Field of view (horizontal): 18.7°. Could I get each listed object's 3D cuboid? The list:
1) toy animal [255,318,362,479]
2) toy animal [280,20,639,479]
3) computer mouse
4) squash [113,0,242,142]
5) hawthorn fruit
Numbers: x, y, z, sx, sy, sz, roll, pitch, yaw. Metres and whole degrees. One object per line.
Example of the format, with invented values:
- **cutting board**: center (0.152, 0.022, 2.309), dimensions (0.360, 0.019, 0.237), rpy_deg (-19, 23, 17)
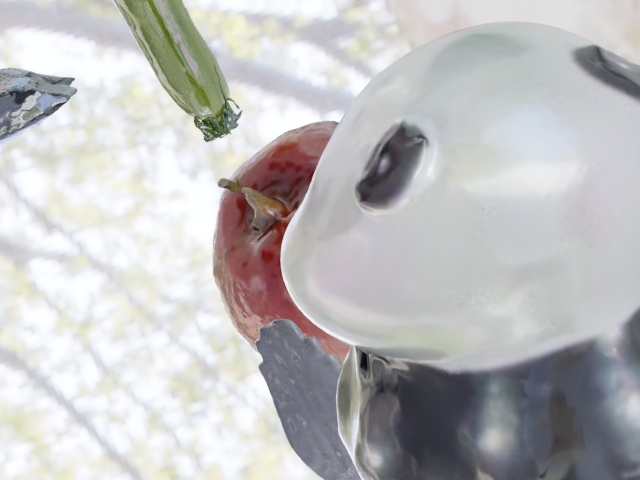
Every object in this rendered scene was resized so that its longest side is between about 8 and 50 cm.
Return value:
- **toy animal**: center (0.152, 0.135, 1.292), dimensions (0.284, 0.225, 0.302), rpy_deg (-11, -86, 46)
- **toy animal**: center (0.091, 0.021, 0.989), dimensions (0.212, 0.213, 0.266), rpy_deg (23, -50, 60)
- **computer mouse**: center (-0.222, -0.082, 1.266), dimensions (0.079, 0.135, 0.047), rpy_deg (-129, -150, -64)
- **squash**: center (-0.113, -0.152, 1.473), dimensions (0.052, 0.052, 0.183), rpy_deg (34, -21, 54)
- **hawthorn fruit**: center (0.000, 0.000, 1.660), dimensions (0.242, 0.272, 0.241), rpy_deg (-16, -115, 39)
